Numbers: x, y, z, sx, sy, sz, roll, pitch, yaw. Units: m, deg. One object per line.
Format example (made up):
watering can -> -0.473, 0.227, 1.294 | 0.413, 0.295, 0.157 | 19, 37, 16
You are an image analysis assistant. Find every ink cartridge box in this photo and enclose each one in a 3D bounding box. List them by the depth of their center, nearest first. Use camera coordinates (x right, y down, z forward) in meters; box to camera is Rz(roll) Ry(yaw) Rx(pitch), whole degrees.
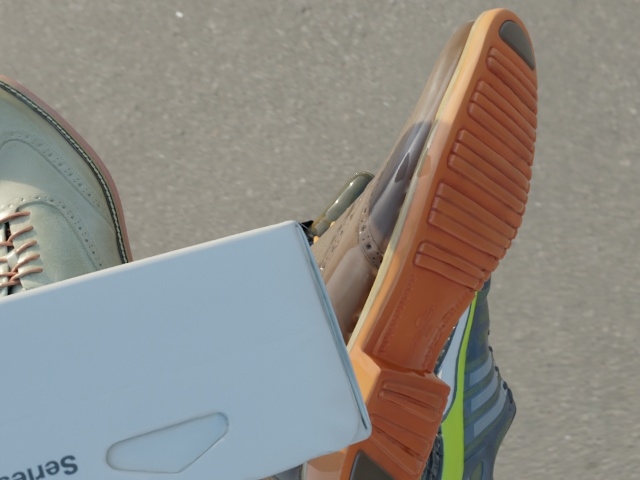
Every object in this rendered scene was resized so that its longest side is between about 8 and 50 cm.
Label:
ink cartridge box -> -0.130, 0.090, 0.740 | 0.278, 0.201, 0.117 | -25, 82, 63

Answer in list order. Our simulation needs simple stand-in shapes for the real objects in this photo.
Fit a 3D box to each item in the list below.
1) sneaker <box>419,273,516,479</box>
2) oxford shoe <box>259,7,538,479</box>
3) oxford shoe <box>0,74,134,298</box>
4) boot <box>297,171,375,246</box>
sneaker -> 0.142, 0.138, 1.444 | 0.111, 0.121, 0.300 | 3, 84, 51
oxford shoe -> 0.038, 0.005, 0.933 | 0.133, 0.130, 0.363 | 17, 79, 37
oxford shoe -> -0.272, 0.009, 1.383 | 0.140, 0.146, 0.397 | -33, 87, 21
boot -> 0.000, 0.000, 1.853 | 0.082, 0.106, 0.219 | 32, 97, 29
